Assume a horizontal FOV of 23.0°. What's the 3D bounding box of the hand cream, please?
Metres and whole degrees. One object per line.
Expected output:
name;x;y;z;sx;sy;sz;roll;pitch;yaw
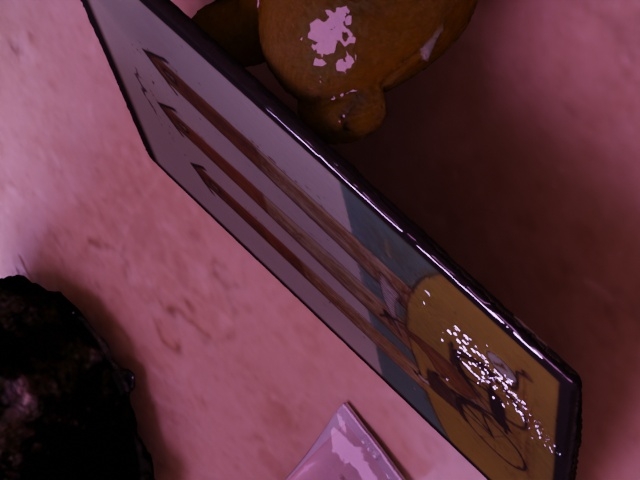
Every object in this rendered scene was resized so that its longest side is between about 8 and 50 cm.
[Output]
hand cream;-0.012;0.174;0.950;0.052;0.038;0.216;29;137;-5

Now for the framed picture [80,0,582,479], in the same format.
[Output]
framed picture;0.000;0.000;0.743;0.324;0.013;0.244;42;166;22

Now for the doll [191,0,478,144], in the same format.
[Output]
doll;-0.002;-0.129;0.702;0.209;0.097;0.137;44;111;44

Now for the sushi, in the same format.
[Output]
sushi;-0.224;0.195;1.091;0.211;0.171;0.350;32;134;34
